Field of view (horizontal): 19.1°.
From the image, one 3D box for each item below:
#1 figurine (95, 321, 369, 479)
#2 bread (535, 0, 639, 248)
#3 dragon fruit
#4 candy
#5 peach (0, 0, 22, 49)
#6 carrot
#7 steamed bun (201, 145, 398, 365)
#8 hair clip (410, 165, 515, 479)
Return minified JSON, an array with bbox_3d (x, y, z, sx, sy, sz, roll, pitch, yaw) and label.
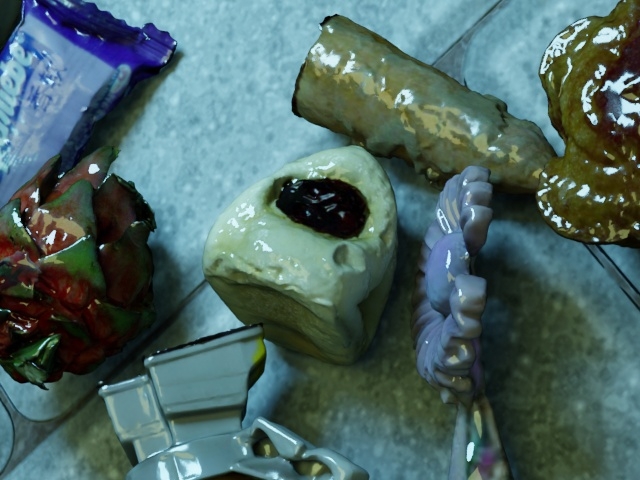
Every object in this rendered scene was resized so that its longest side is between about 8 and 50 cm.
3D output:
[{"bbox_3d":[-0.089,0.229,1.535,0.308,0.143,0.308,1,91,60],"label":"figurine"},{"bbox_3d":[0.290,-0.097,1.425,0.246,0.135,0.232,-4,76,26],"label":"bread"},{"bbox_3d":[-0.220,0.029,1.633,0.188,0.182,0.182,-27,61,-24],"label":"dragon fruit"},{"bbox_3d":[-0.259,-0.103,1.720,0.145,0.070,0.275,32,97,-8],"label":"candy"},{"bbox_3d":[-0.401,-0.267,1.745,0.292,0.247,0.292,-5,83,40],"label":"peach"},{"bbox_3d":[0.098,-0.095,1.546,0.263,0.102,0.102,27,91,26],"label":"carrot"},{"bbox_3d":[0.000,0.000,1.547,0.141,0.172,0.155,24,71,18],"label":"steamed bun"},{"bbox_3d":[0.113,0.097,1.473,0.069,0.173,0.300,-7,84,-12],"label":"hair clip"}]
